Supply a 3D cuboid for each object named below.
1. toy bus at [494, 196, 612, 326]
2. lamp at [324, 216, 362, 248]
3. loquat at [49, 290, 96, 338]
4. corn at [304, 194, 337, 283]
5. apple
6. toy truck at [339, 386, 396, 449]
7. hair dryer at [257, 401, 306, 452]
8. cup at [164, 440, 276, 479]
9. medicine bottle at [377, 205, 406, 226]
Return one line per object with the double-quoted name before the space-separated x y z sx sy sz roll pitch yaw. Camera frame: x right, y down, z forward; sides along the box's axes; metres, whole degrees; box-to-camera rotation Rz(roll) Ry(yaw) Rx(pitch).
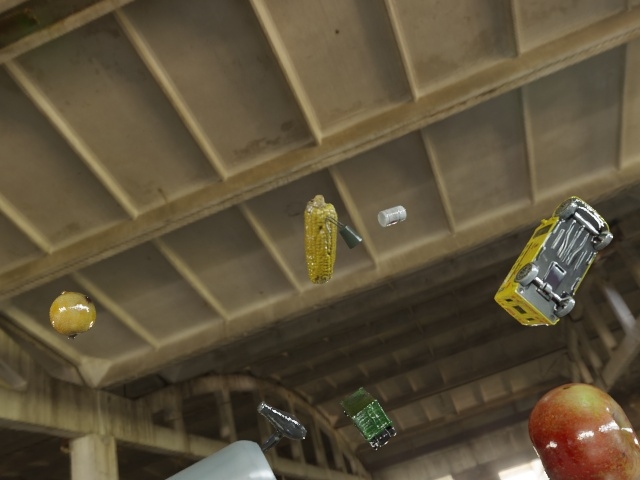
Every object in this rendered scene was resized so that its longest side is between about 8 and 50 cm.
"toy bus" 0.584 0.051 1.395 0.330 0.144 0.152 -50 3 -21
"lamp" 0.041 -0.020 1.092 0.041 0.054 0.121 -43 14 -4
"loquat" -0.802 0.240 1.798 0.137 0.163 0.163 -12 -29 -28
"corn" 0.000 0.000 1.573 0.097 0.097 0.262 -7 -69 -16
"apple" 0.806 0.616 1.703 0.276 0.349 0.348 -34 -34 29
"toy truck" 0.126 0.488 1.537 0.088 0.121 0.259 -34 0 -10
"hair dryer" -0.177 0.646 1.835 0.195 0.075 0.219 40 -80 -23
"cup" -0.257 0.616 1.297 0.312 0.206 0.206 -26 -27 -17
"medicine bottle" 0.264 -0.090 2.047 0.091 0.058 0.058 -18 -27 -25
